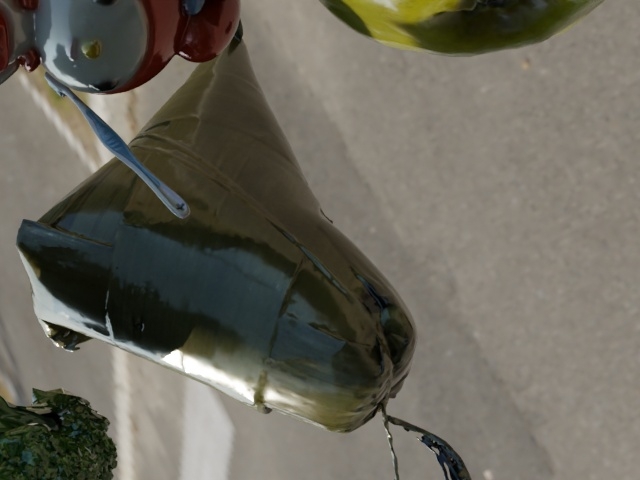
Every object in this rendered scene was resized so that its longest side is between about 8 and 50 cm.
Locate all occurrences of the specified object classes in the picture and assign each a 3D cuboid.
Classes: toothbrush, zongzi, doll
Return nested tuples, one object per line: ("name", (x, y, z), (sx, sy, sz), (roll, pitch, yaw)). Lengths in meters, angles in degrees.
("toothbrush", (-0.149, -0.072, 1.099), (0.162, 0.014, 0.017), (44, 160, 21))
("zongzi", (0.000, 0.000, 1.391), (0.447, 0.418, 0.181), (24, 144, 12))
("doll", (-0.154, -0.179, 1.084), (0.161, 0.290, 0.130), (96, 152, -42))

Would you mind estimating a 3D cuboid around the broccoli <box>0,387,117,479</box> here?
("broccoli", (-0.350, 0.194, 1.228), (0.310, 0.321, 0.413), (51, -158, 26))

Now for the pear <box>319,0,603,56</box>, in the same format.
("pear", (0.081, -0.284, 0.986), (0.287, 0.287, 0.375), (95, 160, -57))
